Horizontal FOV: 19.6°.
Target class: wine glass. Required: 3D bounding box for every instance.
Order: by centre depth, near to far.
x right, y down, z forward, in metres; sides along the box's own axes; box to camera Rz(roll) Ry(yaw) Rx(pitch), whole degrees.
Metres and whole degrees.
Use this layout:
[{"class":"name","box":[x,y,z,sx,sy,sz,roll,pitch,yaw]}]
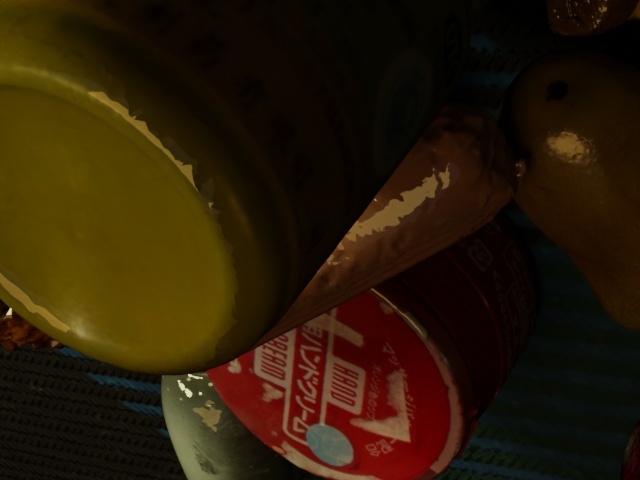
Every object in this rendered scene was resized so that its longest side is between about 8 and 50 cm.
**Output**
[{"class":"wine glass","box":[-0.073,0.140,1.531,0.111,0.111,0.204,13,133,28]}]

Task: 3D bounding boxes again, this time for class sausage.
[{"class":"sausage","box":[0.001,0.000,1.169,0.289,0.086,0.086,-30,107,31]}]

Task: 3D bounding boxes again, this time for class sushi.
[{"class":"sushi","box":[0.168,-0.151,1.121,0.050,0.047,0.099,53,142,11]}]

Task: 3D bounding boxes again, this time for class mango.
[{"class":"mango","box":[0.191,-0.029,1.183,0.136,0.099,0.227,-2,134,33]}]

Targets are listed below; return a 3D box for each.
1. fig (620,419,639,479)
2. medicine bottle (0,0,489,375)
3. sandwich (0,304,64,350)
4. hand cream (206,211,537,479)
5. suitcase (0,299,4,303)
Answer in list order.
[{"class":"fig","box":[0.332,0.139,1.218,0.170,0.145,0.274,45,127,-11]},{"class":"medicine bottle","box":[-0.032,-0.124,1.030,0.224,0.384,0.224,20,137,20]},{"class":"sandwich","box":[-0.262,-0.032,1.489,0.301,0.250,0.162,85,166,-52]},{"class":"hand cream","box":[0.035,0.054,1.341,0.230,0.149,0.230,22,136,22]},{"class":"suitcase","box":[-0.265,-0.138,1.214,0.434,0.194,0.283,23,101,-14]}]
